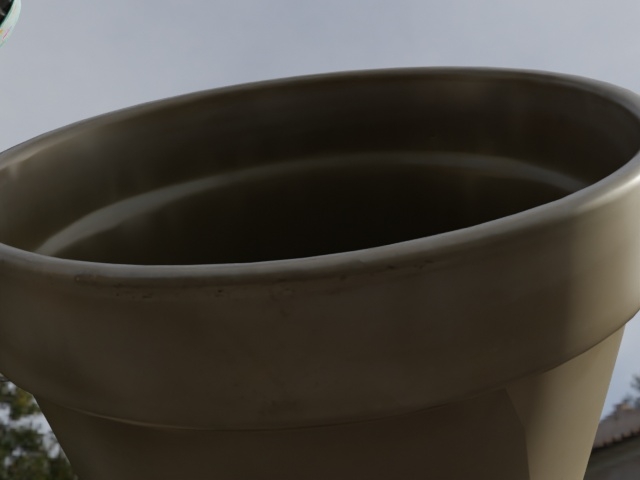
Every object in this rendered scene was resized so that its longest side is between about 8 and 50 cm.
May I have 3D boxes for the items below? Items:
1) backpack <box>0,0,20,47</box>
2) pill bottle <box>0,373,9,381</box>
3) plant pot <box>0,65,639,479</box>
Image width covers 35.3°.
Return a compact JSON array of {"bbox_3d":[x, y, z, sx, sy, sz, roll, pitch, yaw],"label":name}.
[{"bbox_3d":[-0.443,-0.282,1.155,0.188,0.166,0.144,34,-15,-2],"label":"backpack"},{"bbox_3d":[-0.469,0.146,1.413,0.180,0.108,0.108,-4,-31,5],"label":"pill bottle"},{"bbox_3d":[0.004,0.081,0.509,0.323,0.323,0.280,-4,-70,4],"label":"plant pot"}]
